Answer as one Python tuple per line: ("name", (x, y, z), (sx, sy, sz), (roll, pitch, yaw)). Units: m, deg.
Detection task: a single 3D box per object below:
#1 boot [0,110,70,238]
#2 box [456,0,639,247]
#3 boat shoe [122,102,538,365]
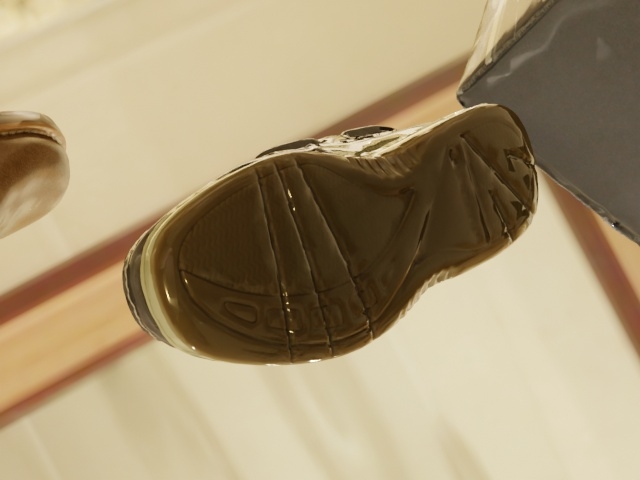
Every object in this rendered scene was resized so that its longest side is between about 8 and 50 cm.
("boot", (-0.206, 0.020, 0.962), (0.112, 0.115, 0.305), (-51, 170, 31))
("box", (0.387, -0.286, 1.460), (0.480, 0.297, 0.472), (-45, -164, 36))
("boat shoe", (0.000, -0.001, 0.773), (0.073, 0.080, 0.223), (-10, -171, 44))
